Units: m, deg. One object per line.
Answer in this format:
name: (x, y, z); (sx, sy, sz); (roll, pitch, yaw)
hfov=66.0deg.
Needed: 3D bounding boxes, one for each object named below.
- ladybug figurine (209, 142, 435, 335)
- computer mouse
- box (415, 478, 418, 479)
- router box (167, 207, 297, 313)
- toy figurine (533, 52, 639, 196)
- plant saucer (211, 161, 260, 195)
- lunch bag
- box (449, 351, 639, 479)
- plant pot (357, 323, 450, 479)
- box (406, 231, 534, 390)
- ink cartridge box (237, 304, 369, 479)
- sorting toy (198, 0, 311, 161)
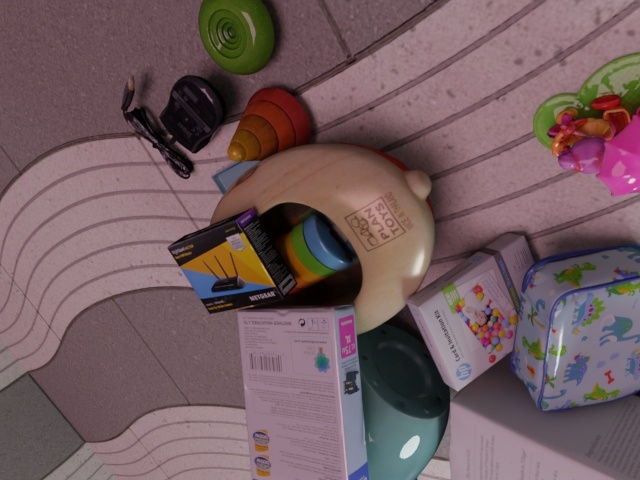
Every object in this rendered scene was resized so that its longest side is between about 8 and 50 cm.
ladybug figurine: (0.000, 0.000, 0.777); (0.450, 0.162, 0.305); (-26, 102, 42)
computer mouse: (-0.254, -0.234, 0.860); (0.184, 0.060, 0.262); (45, 145, -7)
box: (0.170, 0.633, 1.098); (0.093, 0.158, 0.155); (-8, 114, 37)
router box: (-0.138, 0.037, 0.750); (0.179, 0.046, 0.133); (-17, 108, 40)
toy figurine: (0.299, -0.106, 0.511); (0.173, 0.159, 0.130); (0, 119, 34)
plant saucer: (-0.115, -0.119, 0.872); (0.192, 0.018, 0.067); (-19, 108, 39)
lunch bag: (0.348, 0.115, 0.637); (0.176, 0.090, 0.218); (-11, 121, -3)
box: (0.374, 0.333, 0.687); (0.346, 0.168, 0.214); (16, 123, 42)
plant pot: (0.078, 0.284, 0.848); (0.293, 0.293, 0.235); (37, 123, 7)
box: (0.227, 0.096, 0.688); (0.145, 0.186, 0.038); (64, 167, -16)
ink cartridge box: (-0.027, 0.251, 0.722); (0.186, 0.065, 0.310); (-6, 86, 36)
sorting toy: (-0.139, -0.257, 0.692); (0.127, 0.126, 0.365); (-4, 120, 36)
